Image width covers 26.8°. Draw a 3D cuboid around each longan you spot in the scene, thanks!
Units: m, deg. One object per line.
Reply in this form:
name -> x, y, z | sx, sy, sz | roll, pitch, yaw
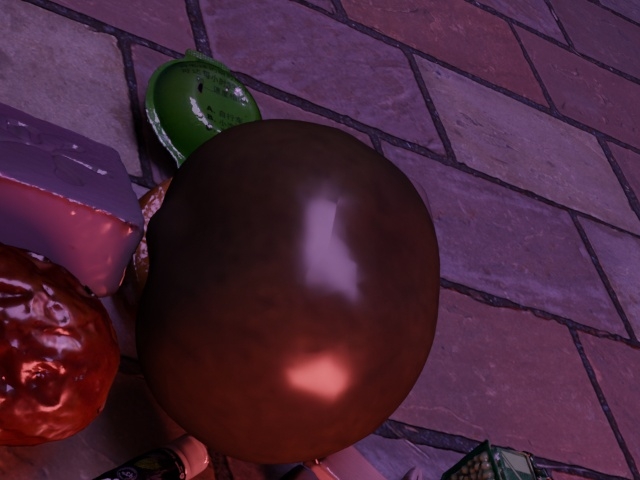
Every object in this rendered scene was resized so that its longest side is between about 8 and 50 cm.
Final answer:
longan -> -0.038, 0.053, 1.403 | 0.361, 0.361, 0.361 | 28, 33, -20

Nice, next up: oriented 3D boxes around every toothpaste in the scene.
toothpaste -> -0.189, 0.253, 1.346 | 0.071, 0.045, 0.193 | 47, 37, 16

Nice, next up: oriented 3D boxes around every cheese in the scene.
cheese -> -0.153, -0.128, 1.826 | 0.204, 0.083, 0.320 | 21, 52, -32

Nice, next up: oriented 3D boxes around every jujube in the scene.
jujube -> -0.333, 0.088, 1.252 | 0.290, 0.197, 0.197 | 19, 34, -6

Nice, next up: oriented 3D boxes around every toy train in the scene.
toy train -> 0.245, 0.374, 1.599 | 0.154, 0.115, 0.269 | 15, 45, -33

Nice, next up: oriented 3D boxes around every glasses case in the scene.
glasses case -> 0.105, 0.302, 1.606 | 0.021, 0.032, 0.083 | 38, 32, -8

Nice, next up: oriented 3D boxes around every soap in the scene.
soap -> -0.349, -0.067, 1.423 | 0.296, 0.107, 0.285 | 20, 15, -23

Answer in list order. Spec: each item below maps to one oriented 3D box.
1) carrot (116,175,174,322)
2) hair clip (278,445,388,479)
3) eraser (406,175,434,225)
carrot -> -0.123, 0.030, 1.641 | 0.307, 0.100, 0.258 | -22, 74, -44
hair clip -> 0.093, 0.357, 1.470 | 0.331, 0.101, 0.085 | 45, 29, 3
eraser -> 0.111, -0.038, 2.018 | 0.204, 0.059, 0.243 | 39, 35, -3
